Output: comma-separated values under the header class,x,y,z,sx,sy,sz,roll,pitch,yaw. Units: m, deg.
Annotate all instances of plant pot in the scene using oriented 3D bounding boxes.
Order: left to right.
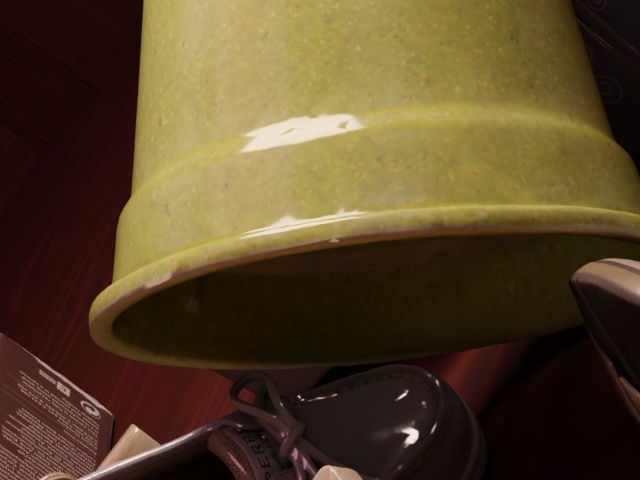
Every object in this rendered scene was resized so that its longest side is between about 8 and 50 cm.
class,x,y,z,sx,sy,sz,roll,pitch,yaw
plant pot,0.019,-0.089,0.860,0.276,0.276,0.254,-28,64,57

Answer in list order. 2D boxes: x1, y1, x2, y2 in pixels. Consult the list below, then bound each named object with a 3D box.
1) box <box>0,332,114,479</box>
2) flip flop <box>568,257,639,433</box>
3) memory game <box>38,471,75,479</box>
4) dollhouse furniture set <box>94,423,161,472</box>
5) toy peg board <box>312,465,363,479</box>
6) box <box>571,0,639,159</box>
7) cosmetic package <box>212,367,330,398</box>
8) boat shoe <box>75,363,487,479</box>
class,x,y,z,sx,sy,sz,roll,pitch,yaw
box,-0.280,0.246,1.422,0.191,0.143,0.381,-48,17,11
flip flop,0.179,0.040,0.632,0.080,0.112,0.277,-29,4,-21
memory game,-0.181,0.228,1.102,0.012,0.186,0.186,27,78,46
dollhouse furniture set,-0.216,0.182,0.950,0.303,0.355,0.174,-53,15,-7
toy peg board,-0.017,0.184,0.613,0.161,0.079,0.160,-58,45,17
box,0.172,-0.181,1.068,0.165,0.143,0.270,-31,26,55
cosmetic package,0.000,0.000,1.146,0.238,0.107,0.127,-49,13,54
boat shoe,-0.067,0.143,0.878,0.320,0.103,0.118,-23,42,-8
